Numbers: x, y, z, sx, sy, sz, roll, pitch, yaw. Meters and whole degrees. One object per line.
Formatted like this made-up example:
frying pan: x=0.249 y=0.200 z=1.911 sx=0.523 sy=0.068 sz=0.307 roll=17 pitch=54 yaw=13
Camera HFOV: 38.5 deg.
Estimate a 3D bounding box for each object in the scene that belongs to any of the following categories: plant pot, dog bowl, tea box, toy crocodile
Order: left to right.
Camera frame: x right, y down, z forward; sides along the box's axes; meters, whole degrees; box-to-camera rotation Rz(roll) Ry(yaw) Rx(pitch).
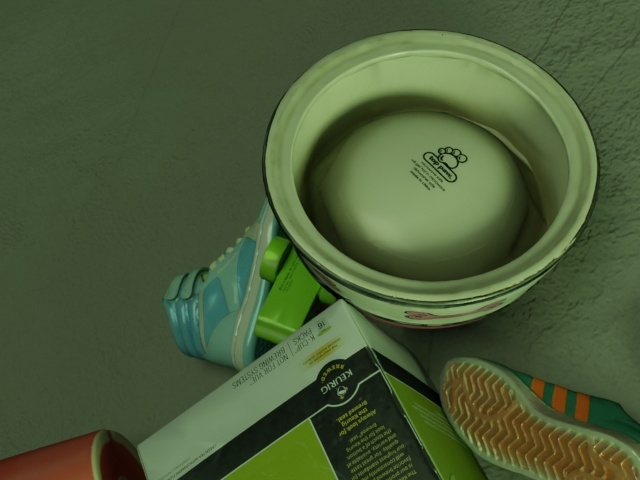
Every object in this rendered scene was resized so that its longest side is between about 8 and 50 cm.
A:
plant pot: x=-0.363 y=0.398 z=1.262 sx=0.243 sy=0.275 sz=0.275 roll=-28 pitch=55 yaw=6
toy crocodile: x=0.000 y=0.000 z=1.282 sx=0.115 sy=0.105 sz=0.340 roll=15 pitch=61 yaw=10
tea box: x=0.009 y=0.311 z=1.091 sx=0.329 sy=0.220 sz=0.323 roll=-36 pitch=52 yaw=11
dog bowl: x=0.133 y=-0.068 z=1.171 sx=0.408 sy=0.150 sz=0.408 roll=-1 pitch=59 yaw=2

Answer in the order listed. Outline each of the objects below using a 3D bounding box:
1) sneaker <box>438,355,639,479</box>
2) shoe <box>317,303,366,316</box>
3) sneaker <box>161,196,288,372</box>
sneaker: x=0.272 y=0.219 z=1.058 sx=0.302 sy=0.121 sz=0.108 roll=27 pitch=106 yaw=46
shoe: x=0.003 y=0.125 z=1.291 sx=0.081 sy=0.063 sz=0.178 roll=16 pitch=70 yaw=37
sneaker: x=-0.133 y=0.038 z=1.375 sx=0.208 sy=0.127 sz=0.319 roll=4 pitch=68 yaw=31
